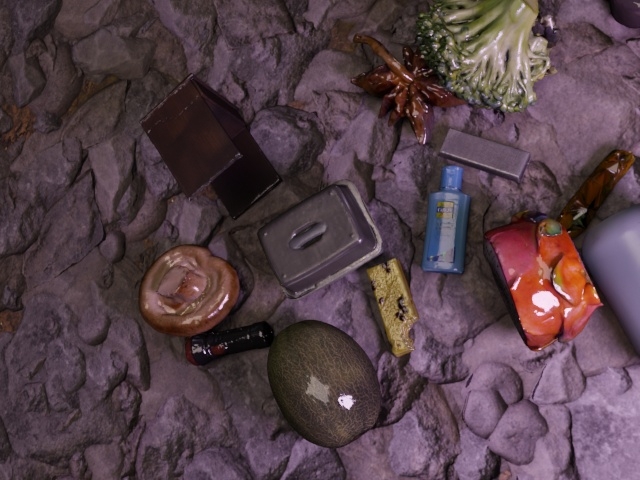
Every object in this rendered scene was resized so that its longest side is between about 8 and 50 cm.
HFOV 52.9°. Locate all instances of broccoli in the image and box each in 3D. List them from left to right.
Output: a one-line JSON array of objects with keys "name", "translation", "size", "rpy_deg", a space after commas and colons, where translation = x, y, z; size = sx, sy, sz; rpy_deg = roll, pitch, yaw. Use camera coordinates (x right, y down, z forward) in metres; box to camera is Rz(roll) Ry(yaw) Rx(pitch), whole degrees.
[{"name": "broccoli", "translation": [0.389, -0.452, 1.477], "size": [0.272, 0.324, 0.334], "rpy_deg": [-11, 51, 40]}]

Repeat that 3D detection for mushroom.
[{"name": "mushroom", "translation": [-0.354, 0.130, 1.723], "size": [0.278, 0.146, 0.278], "rpy_deg": [-7, 60, 13]}]

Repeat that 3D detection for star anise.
[{"name": "star anise", "translation": [0.225, -0.407, 1.616], "size": [0.292, 0.109, 0.350], "rpy_deg": [-16, 75, 6]}]

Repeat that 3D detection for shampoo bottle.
[{"name": "shampoo bottle", "translation": [0.304, -0.051, 1.544], "size": [0.103, 0.061, 0.259], "rpy_deg": [4, 81, 21]}]

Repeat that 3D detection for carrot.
[{"name": "carrot", "translation": [0.611, -0.105, 1.437], "size": [0.069, 0.069, 0.229], "rpy_deg": [38, 94, 23]}]

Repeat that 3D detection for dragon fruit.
[{"name": "dragon fruit", "translation": [0.466, 0.072, 1.343], "size": [0.189, 0.290, 0.291], "rpy_deg": [-24, 72, 10]}]

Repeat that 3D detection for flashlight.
[{"name": "flashlight", "translation": [-0.237, 0.268, 1.682], "size": [0.231, 0.093, 0.093], "rpy_deg": [-14, 75, 18]}]

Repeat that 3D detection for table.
[{"name": "table", "translation": [-0.283, -0.240, 1.709], "size": [0.196, 0.250, 0.282], "rpy_deg": [-38, 68, 10]}]

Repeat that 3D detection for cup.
[{"name": "cup", "translation": [0.679, 0.089, 1.292], "size": [0.205, 0.205, 0.312], "rpy_deg": [-29, 70, 14]}]

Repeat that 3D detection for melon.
[{"name": "melon", "translation": [0.006, 0.325, 1.493], "size": [0.237, 0.237, 0.302], "rpy_deg": [-39, 67, 10]}]

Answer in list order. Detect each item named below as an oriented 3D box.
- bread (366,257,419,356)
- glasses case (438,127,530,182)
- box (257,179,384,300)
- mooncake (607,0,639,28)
[{"name": "bread", "translation": [0.184, 0.161, 1.557], "size": [0.088, 0.049, 0.226], "rpy_deg": [-23, 73, 16]}, {"name": "glasses case", "translation": [0.393, -0.204, 1.546], "size": [0.205, 0.047, 0.071], "rpy_deg": [22, 84, 24]}, {"name": "box", "translation": [0.000, 0.000, 1.596], "size": [0.290, 0.166, 0.221], "rpy_deg": [-31, 71, 14]}, {"name": "mooncake", "translation": [0.751, -0.587, 1.432], "size": [0.244, 0.133, 0.245], "rpy_deg": [-4, 79, 21]}]
